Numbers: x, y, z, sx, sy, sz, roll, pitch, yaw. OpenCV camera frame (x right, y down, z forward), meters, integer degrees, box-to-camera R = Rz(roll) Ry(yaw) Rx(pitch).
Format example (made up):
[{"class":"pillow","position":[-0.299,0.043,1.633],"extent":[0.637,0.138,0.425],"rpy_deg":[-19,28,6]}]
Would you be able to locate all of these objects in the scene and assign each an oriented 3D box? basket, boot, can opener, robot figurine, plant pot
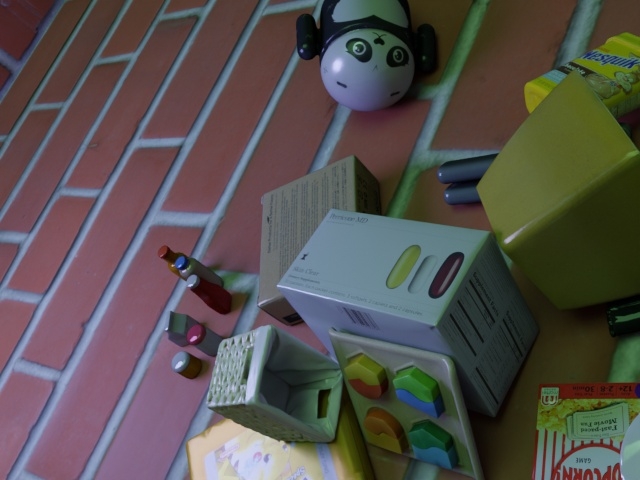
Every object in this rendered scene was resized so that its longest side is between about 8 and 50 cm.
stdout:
[{"class":"basket","position":[-0.061,0.200,1.085],"extent":[0.103,0.167,0.113],"rpy_deg":[-14,53,37]},{"class":"boot","position":[0.395,0.098,0.950],"extent":[0.099,0.045,0.121],"rpy_deg":[-13,46,29]},{"class":"can opener","position":[0.310,-0.104,1.162],"extent":[0.281,0.074,0.093],"rpy_deg":[-9,21,32]},{"class":"robot figurine","position":[0.083,-0.364,1.443],"extent":[0.209,0.173,0.278],"rpy_deg":[-21,49,26]},{"class":"plant pot","position":[0.319,-0.041,0.979],"extent":[0.187,0.212,0.212],"rpy_deg":[-37,31,21]}]

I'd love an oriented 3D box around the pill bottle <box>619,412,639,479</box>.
[{"class":"pill bottle","position":[0.366,0.237,0.709],"extent":[0.153,0.265,0.153],"rpy_deg":[-21,49,26]}]

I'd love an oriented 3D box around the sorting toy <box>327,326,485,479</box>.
[{"class":"sorting toy","position":[0.101,0.210,1.005],"extent":[0.208,0.192,0.038],"rpy_deg":[11,38,45]}]

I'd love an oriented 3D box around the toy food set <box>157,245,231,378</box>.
[{"class":"toy food set","position":[-0.233,0.114,1.398],"extent":[0.111,0.104,0.232],"rpy_deg":[-20,49,27]}]

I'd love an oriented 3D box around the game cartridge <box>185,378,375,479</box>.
[{"class":"game cartridge","position":[-0.057,0.364,1.114],"extent":[0.285,0.053,0.323],"rpy_deg":[-33,43,15]}]

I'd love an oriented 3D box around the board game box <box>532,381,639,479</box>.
[{"class":"board game box","position":[0.316,0.258,0.895],"extent":[0.147,0.045,0.193],"rpy_deg":[-9,55,34]}]

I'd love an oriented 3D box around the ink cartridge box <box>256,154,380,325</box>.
[{"class":"ink cartridge box","position":[0.000,0.000,1.308],"extent":[0.193,0.088,0.234],"rpy_deg":[-22,49,27]}]

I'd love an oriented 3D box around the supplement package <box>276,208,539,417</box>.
[{"class":"supplement package","position":[0.115,0.087,1.050],"extent":[0.262,0.204,0.145],"rpy_deg":[10,55,43]}]

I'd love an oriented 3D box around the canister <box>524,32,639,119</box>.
[{"class":"canister","position":[0.390,-0.215,1.119],"extent":[0.170,0.073,0.126],"rpy_deg":[-27,39,-9]}]
